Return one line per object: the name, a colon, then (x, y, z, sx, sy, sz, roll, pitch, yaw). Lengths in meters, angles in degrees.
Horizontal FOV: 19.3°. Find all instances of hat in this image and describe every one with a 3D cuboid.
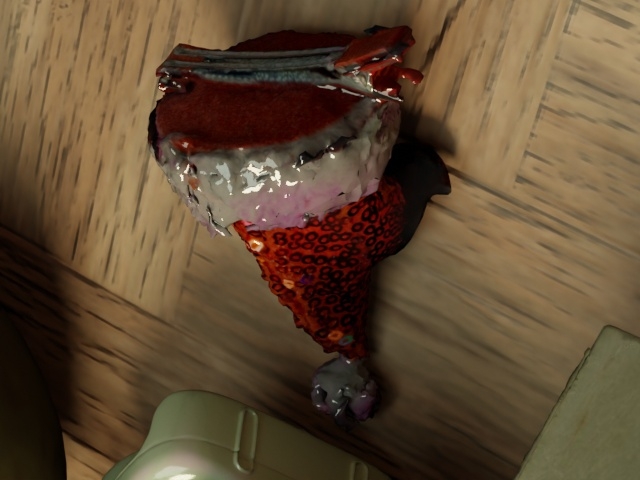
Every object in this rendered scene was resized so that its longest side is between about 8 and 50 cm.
hat: (0.003, -0.002, 0.933, 0.140, 0.129, 0.227, -9, 123, 13)

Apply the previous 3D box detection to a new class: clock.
clock: (-0.062, 0.167, 1.013, 0.151, 0.062, 0.191, 28, 132, -22)

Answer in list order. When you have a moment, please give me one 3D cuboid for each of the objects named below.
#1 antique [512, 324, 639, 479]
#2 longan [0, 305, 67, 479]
antique: (0.162, 0.145, 0.826, 0.152, 0.148, 0.146, 28, 77, 20)
longan: (-0.320, 0.148, 1.042, 0.361, 0.361, 0.361, 12, 114, 29)
